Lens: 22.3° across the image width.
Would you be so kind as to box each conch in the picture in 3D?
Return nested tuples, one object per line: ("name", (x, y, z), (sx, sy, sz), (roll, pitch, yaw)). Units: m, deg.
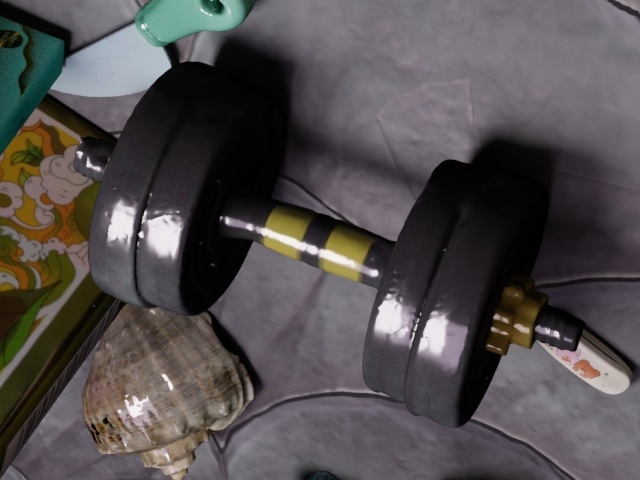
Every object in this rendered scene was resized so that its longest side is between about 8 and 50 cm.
("conch", (-0.141, 0.118, 1.440), (0.155, 0.130, 0.207), (-13, 103, 2))

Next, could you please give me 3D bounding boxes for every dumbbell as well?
("dumbbell", (0.000, 0.000, 1.146), (0.388, 0.185, 0.185), (20, 138, 14))

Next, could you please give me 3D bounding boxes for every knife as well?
("knife", (-0.130, -0.146, 1.209), (0.063, 0.034, 0.260), (44, 145, -18))

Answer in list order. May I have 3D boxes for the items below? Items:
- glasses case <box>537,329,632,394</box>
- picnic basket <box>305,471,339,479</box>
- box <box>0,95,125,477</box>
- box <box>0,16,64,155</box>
("glasses case", (0.198, 0.086, 1.222), (0.083, 0.021, 0.032), (38, 141, -5))
("picnic basket", (-0.008, 0.245, 1.468), (0.083, 0.083, 0.065), (21, 133, 11))
("box", (-0.368, 0.002, 1.238), (0.420, 0.373, 0.138), (33, 140, 0))
("box", (-0.327, -0.131, 1.211), (0.226, 0.161, 0.042), (22, 139, 6))
